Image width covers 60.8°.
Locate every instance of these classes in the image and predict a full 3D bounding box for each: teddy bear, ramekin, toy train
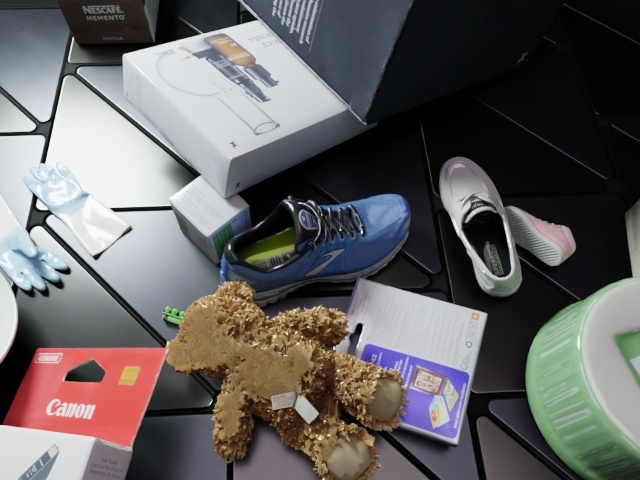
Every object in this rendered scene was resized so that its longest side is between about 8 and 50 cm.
[{"bbox_3d":[-0.046,0.194,0.760,0.338,0.113,0.245,10,77,15],"label":"teddy bear"},{"bbox_3d":[0.462,0.198,0.760,0.303,0.148,0.303,1,62,-1],"label":"ramekin"},{"bbox_3d":[-0.211,0.126,0.857,0.083,0.017,0.023,16,73,7],"label":"toy train"}]

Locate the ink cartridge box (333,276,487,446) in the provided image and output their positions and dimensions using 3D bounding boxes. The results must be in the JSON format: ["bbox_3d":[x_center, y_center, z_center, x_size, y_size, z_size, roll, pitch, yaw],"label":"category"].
[{"bbox_3d":[0.125,0.175,0.819,0.208,0.045,0.206,16,62,13],"label":"ink cartridge box"}]

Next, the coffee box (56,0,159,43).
[{"bbox_3d":[-0.437,-0.567,1.165,0.168,0.119,0.297,-3,62,-4],"label":"coffee box"}]

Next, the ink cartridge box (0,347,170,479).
[{"bbox_3d":[-0.350,0.248,0.681,0.296,0.066,0.261,-8,57,31],"label":"ink cartridge box"}]

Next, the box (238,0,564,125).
[{"bbox_3d":[0.141,-0.517,0.998,0.480,0.297,0.472,-27,67,-32],"label":"box"}]

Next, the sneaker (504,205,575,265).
[{"bbox_3d":[0.374,-0.014,0.932,0.070,0.051,0.134,-19,52,-31],"label":"sneaker"}]

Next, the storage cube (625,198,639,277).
[{"bbox_3d":[0.624,-0.002,0.853,0.193,0.183,0.215,6,63,4],"label":"storage cube"}]

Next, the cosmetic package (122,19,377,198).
[{"bbox_3d":[-0.104,-0.260,0.968,0.377,0.097,0.284,-32,68,-36],"label":"cosmetic package"}]

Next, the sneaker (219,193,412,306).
[{"bbox_3d":[0.000,0.000,0.857,0.330,0.147,0.129,-22,65,-13],"label":"sneaker"}]

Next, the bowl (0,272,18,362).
[{"bbox_3d":[-0.590,0.136,0.746,0.298,0.134,0.298,22,37,-18],"label":"bowl"}]

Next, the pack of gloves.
[{"bbox_3d":[-0.475,-0.038,0.923,0.232,0.046,0.195,39,68,17],"label":"pack of gloves"}]

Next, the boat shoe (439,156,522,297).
[{"bbox_3d":[0.262,-0.038,0.908,0.096,0.088,0.267,-14,64,11],"label":"boat shoe"}]

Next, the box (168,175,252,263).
[{"bbox_3d":[-0.177,-0.037,0.897,0.102,0.101,0.087,41,67,18],"label":"box"}]
